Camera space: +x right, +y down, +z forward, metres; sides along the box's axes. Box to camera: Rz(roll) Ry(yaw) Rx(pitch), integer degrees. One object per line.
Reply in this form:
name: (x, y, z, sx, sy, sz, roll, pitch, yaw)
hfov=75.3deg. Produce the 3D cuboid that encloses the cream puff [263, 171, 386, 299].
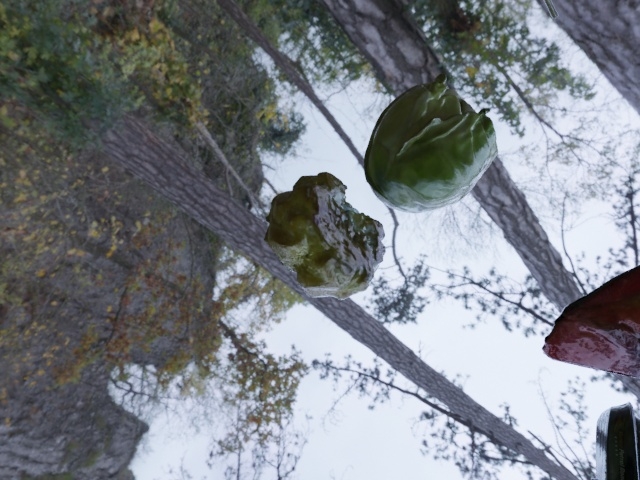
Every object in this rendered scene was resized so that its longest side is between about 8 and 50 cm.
cream puff: (0.001, -0.001, 0.850, 0.185, 0.282, 0.282, -34, -148, 37)

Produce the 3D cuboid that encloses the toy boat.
toy boat: (0.483, 0.348, 0.648, 0.103, 0.093, 0.246, 3, -151, 33)

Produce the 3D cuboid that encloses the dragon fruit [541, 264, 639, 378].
dragon fruit: (0.495, 0.109, 0.525, 0.100, 0.343, 0.282, -97, -158, -58)

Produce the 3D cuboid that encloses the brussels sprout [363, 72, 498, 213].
brussels sprout: (0.298, -0.260, 1.248, 0.361, 0.342, 0.425, -39, -170, 10)

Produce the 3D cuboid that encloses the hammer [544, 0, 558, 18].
hammer: (0.472, -0.563, 0.897, 0.013, 0.199, 0.062, -41, -148, 19)
